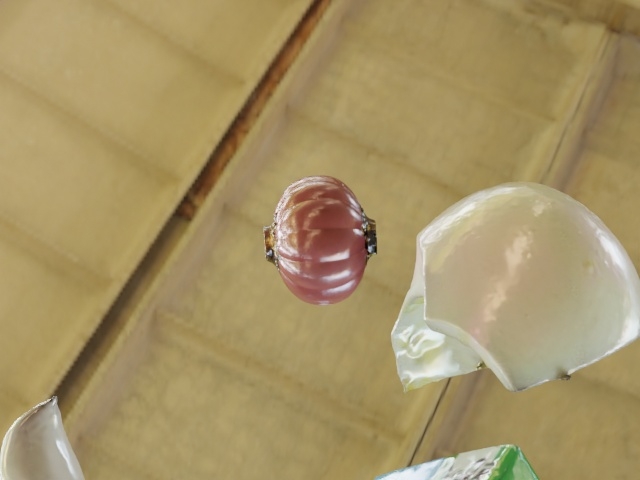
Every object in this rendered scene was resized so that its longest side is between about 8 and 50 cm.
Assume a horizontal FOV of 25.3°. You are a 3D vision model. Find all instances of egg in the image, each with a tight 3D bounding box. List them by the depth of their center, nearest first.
[{"bbox_3d":[0.163,0.033,1.242,0.206,0.271,0.161,-20,-88,-10],"label":"egg"}]

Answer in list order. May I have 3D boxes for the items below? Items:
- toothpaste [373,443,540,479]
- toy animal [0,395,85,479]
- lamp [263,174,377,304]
[{"bbox_3d":[0.085,0.178,0.352,0.266,0.050,0.065,58,-136,-11],"label":"toothpaste"},{"bbox_3d":[-0.151,0.313,1.115,0.241,0.196,0.367,-35,-74,7],"label":"toy animal"},{"bbox_3d":[0.000,0.000,1.169,0.092,0.107,0.107,-4,-123,-2],"label":"lamp"}]
